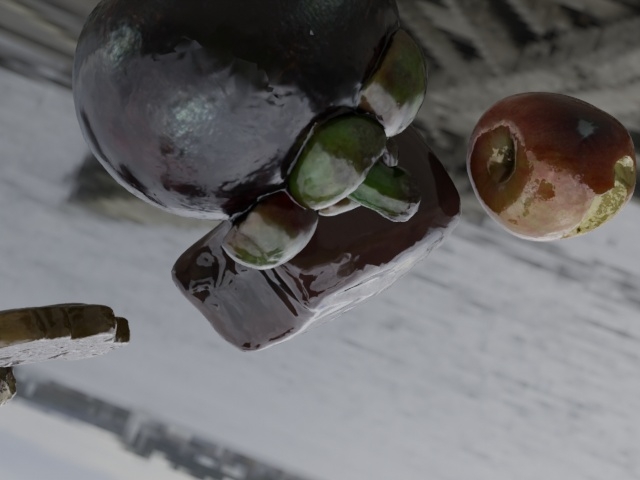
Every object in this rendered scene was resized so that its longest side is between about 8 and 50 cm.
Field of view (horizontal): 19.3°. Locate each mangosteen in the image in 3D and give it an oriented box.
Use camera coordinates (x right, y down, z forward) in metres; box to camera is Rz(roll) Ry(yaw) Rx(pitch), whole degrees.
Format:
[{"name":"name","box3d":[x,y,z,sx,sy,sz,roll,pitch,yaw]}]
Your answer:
[{"name":"mangosteen","box3d":[-0.053,-0.140,1.577,0.300,0.300,0.300,21,173,3]}]

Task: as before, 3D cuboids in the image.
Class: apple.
[{"name":"apple","box3d":[0.264,-0.082,2.105,0.199,0.199,0.199,21,173,3]}]

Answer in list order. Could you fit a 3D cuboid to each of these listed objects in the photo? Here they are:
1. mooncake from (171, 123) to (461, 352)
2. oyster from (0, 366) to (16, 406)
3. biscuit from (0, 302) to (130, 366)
[{"name":"mooncake","box3d":[0.000,0.000,2.082,0.174,0.326,0.334,57,-156,1]},{"name":"oyster","box3d":[-0.429,0.047,1.950,0.198,0.133,0.337,-13,114,51]},{"name":"biscuit","box3d":[-0.276,0.093,1.803,0.183,0.047,0.320,-13,173,25]}]
